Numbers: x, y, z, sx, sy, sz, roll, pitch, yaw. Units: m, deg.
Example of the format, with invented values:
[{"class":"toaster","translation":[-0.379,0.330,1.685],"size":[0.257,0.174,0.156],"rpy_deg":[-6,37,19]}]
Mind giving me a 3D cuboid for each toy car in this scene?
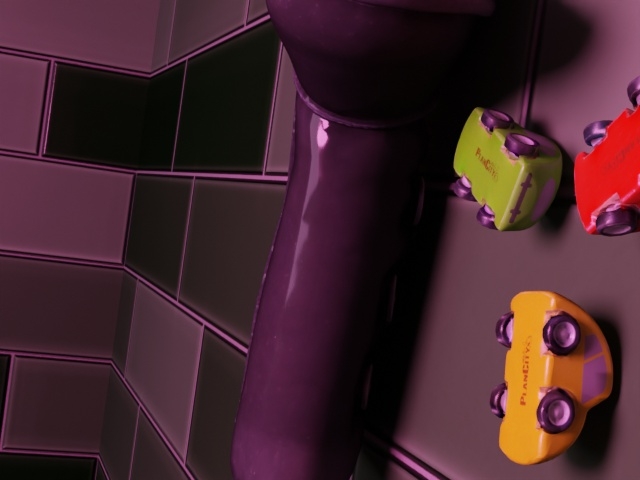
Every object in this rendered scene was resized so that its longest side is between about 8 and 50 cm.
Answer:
[{"class":"toy car","translation":[0.140,-0.016,0.622],"size":[0.225,0.053,0.239],"rpy_deg":[-113,36,-57]}]

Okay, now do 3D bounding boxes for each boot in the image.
[{"class":"boot","translation":[0.001,0.000,0.769],"size":[0.367,0.146,0.445],"rpy_deg":[-45,-27,-71]}]
